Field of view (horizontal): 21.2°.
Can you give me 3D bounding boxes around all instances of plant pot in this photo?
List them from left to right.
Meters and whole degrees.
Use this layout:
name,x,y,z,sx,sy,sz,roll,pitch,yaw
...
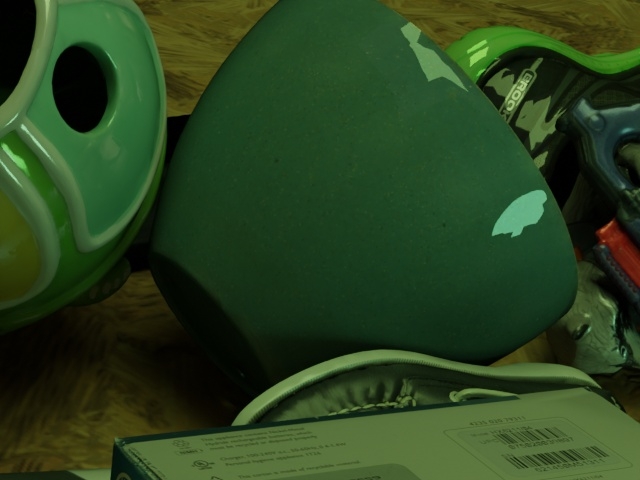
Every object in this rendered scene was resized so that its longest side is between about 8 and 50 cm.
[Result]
name,x,y,z,sx,sy,sz,roll,pitch,yaw
plant pot,0.000,0.000,1.145,0.195,0.290,0.290,-39,50,-17

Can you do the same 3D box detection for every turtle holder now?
name,x,y,z,sx,sy,sz,roll,pitch,yaw
turtle holder,-0.236,-0.057,1.064,0.243,0.227,0.320,38,75,8

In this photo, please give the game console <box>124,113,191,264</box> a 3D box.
name,x,y,z,sx,sy,sz,roll,pitch,yaw
game console,-0.113,-0.035,1.370,0.361,0.044,0.213,-10,33,-39

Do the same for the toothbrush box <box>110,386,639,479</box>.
name,x,y,z,sx,sy,sz,roll,pitch,yaw
toothbrush box,0.029,0.220,0.645,0.216,0.296,0.126,-4,20,-29

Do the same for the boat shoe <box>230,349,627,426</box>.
name,x,y,z,sx,sy,sz,roll,pitch,yaw
boat shoe,0.084,0.132,1.057,0.302,0.114,0.091,-5,27,-32

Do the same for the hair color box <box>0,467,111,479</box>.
name,x,y,z,sx,sy,sz,roll,pitch,yaw
hair color box,-0.082,0.198,0.826,0.374,0.114,0.185,1,21,-24

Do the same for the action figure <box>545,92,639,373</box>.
name,x,y,z,sx,sy,sz,roll,pitch,yaw
action figure,0.313,0.033,1.322,0.330,0.178,0.341,-26,79,-28

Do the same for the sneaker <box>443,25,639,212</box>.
name,x,y,z,sx,sy,sz,roll,pitch,yaw
sneaker,0.292,-0.078,1.546,0.482,0.185,0.202,-7,55,-34
